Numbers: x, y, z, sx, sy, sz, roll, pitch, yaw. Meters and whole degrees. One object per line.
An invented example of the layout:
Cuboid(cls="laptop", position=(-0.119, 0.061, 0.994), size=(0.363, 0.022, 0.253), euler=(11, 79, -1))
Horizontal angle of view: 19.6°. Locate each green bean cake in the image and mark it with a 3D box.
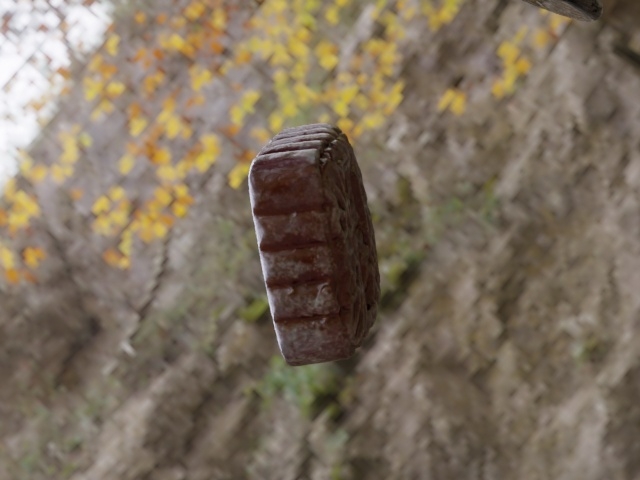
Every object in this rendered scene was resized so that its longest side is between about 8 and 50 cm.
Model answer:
Cuboid(cls="green bean cake", position=(0.000, 0.000, 1.163), size=(0.136, 0.056, 0.135), euler=(-58, -39, -73))

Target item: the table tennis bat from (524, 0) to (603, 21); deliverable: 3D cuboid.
Cuboid(cls="table tennis bat", position=(0.093, -0.173, 1.104), size=(0.027, 0.150, 0.236), euler=(-66, -17, 5))
